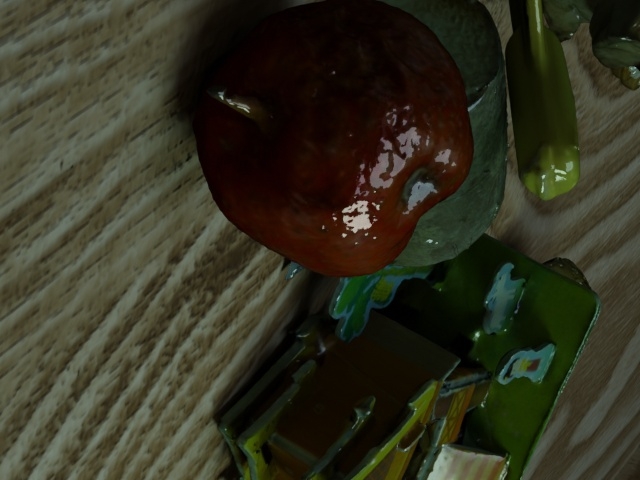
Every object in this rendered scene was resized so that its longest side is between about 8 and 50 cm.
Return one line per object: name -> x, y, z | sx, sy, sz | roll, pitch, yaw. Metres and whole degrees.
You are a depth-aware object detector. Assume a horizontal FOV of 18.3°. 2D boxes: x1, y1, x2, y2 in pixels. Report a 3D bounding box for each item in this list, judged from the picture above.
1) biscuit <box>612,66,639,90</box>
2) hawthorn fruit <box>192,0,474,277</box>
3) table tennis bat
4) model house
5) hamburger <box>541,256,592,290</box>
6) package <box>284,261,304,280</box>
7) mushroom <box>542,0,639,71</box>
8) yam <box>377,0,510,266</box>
biscuit -> 0.448, -0.306, 2.565 | 0.240, 0.035, 0.158 | -65, 164, 9
hawthorn fruit -> -0.007, -0.080, 1.439 | 0.243, 0.207, 0.207 | 9, 109, -57
table tennis bat -> 0.184, -0.187, 1.723 | 0.224, 0.054, 0.369 | 80, 7, -50
model house -> 0.071, 0.148, 1.892 | 0.313, 0.242, 0.358 | -5, 123, -65
hamburger -> 0.240, 0.149, 2.491 | 0.285, 0.134, 0.265 | -63, 164, -3
package -> 0.000, 0.000, 1.824 | 0.110, 0.015, 0.037 | -43, 153, -48
mushroom -> 0.283, -0.321, 1.985 | 0.217, 0.212, 0.292 | 6, -104, 62
yam -> 0.083, -0.100, 1.693 | 0.161, 0.161, 0.268 | -55, 158, -21
